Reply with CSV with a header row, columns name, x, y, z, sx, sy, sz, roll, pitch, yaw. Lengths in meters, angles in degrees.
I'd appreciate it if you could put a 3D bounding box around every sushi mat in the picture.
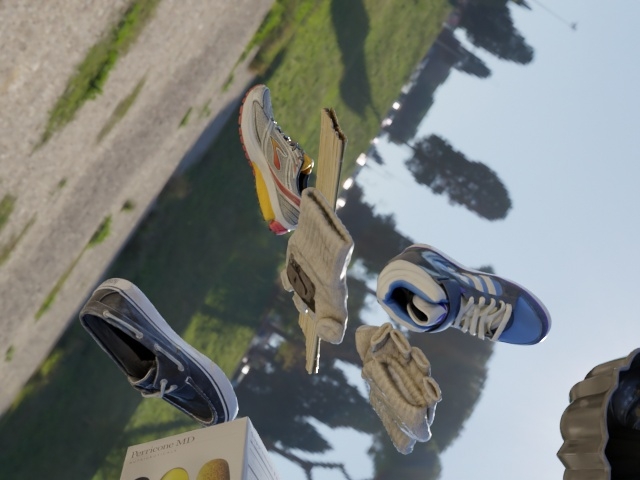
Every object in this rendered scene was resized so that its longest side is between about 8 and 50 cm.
name,x,y,z,sx,sy,sz,roll,pitch,yaw
sushi mat,0.000,0.000,1.187,0.151,0.019,0.316,-108,-157,-67

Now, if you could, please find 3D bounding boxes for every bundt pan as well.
name,x,y,z,sx,sy,sz,roll,pitch,yaw
bundt pan,0.477,0.325,1.387,0.124,0.331,0.331,-19,-146,51

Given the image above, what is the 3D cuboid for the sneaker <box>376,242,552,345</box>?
name,x,y,z,sx,sy,sz,roll,pitch,yaw
sneaker,0.250,0.133,1.667,0.130,0.323,0.236,-66,169,27

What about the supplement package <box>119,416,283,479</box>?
name,x,y,z,sx,sy,sz,roll,pitch,yaw
supplement package,-0.111,0.304,0.840,0.139,0.134,0.244,-17,-148,11

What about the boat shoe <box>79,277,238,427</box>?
name,x,y,z,sx,sy,sz,roll,pitch,yaw
boat shoe,-0.249,0.195,1.417,0.108,0.301,0.102,-28,-161,31

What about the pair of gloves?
name,x,y,z,sx,sy,sz,roll,pitch,yaw
pair of gloves,0.031,0.088,0.872,0.042,0.240,0.204,-27,163,-15

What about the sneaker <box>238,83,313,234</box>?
name,x,y,z,sx,sy,sz,roll,pitch,yaw
sneaker,-0.057,-0.127,1.387,0.092,0.225,0.088,-17,179,15
